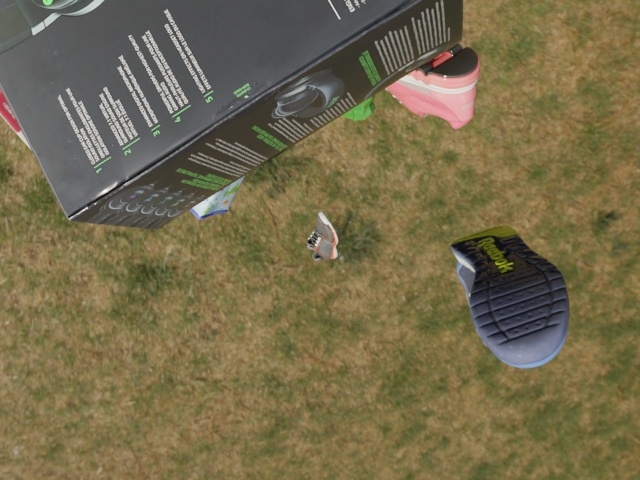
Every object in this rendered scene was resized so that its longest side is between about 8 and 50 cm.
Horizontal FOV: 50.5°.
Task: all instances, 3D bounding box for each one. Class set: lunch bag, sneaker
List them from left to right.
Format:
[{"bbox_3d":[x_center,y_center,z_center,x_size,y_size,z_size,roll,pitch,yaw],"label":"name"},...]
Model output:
[{"bbox_3d":[-0.210,-0.134,1.167,0.096,0.151,0.129,-19,149,-55],"label":"lunch bag"},{"bbox_3d":[0.000,0.000,1.504,0.064,0.061,0.158,-21,143,-9],"label":"sneaker"},{"bbox_3d":[0.147,-0.281,1.187,0.116,0.314,0.136,-34,133,-18],"label":"sneaker"},{"bbox_3d":[0.114,0.039,0.400,0.053,0.144,0.059,-14,109,10],"label":"sneaker"}]

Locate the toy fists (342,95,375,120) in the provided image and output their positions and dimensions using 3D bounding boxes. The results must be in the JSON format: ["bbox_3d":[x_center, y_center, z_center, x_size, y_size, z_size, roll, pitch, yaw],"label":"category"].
[{"bbox_3d":[0.024,-0.384,1.531,0.096,0.279,0.142,-36,137,-16],"label":"toy fists"}]

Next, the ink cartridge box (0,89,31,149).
[{"bbox_3d":[-0.376,-0.295,1.063,0.306,0.131,0.226,-34,169,-12],"label":"ink cartridge box"}]

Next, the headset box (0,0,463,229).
[{"bbox_3d":[-0.090,-0.171,0.447,0.283,0.131,0.246,-31,83,9],"label":"headset box"}]
